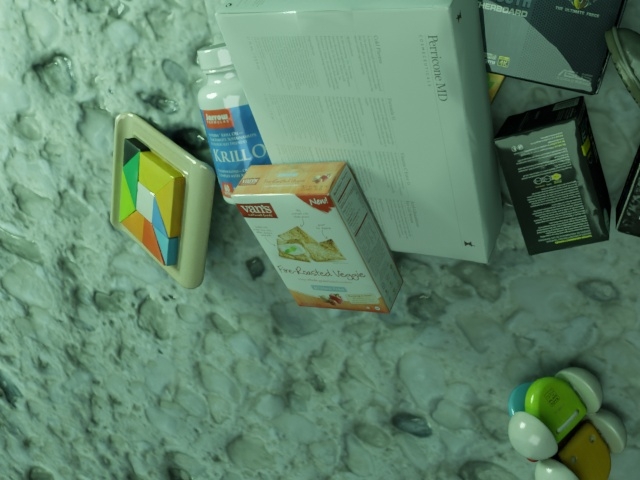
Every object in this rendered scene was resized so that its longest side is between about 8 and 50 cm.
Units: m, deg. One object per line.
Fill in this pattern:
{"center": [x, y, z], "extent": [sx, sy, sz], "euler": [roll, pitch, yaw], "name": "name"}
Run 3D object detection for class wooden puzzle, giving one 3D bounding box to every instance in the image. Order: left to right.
{"center": [-0.265, -0.064, 1.195], "extent": [0.239, 0.044, 0.220], "euler": [32, 124, 34], "name": "wooden puzzle"}

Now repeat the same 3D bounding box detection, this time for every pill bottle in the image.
{"center": [-0.106, -0.172, 1.076], "extent": [0.124, 0.124, 0.221], "euler": [-4, 111, 24], "name": "pill bottle"}

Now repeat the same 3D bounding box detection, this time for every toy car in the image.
{"center": [0.344, 0.281, 1.104], "extent": [0.182, 0.159, 0.136], "euler": [58, 157, -10], "name": "toy car"}

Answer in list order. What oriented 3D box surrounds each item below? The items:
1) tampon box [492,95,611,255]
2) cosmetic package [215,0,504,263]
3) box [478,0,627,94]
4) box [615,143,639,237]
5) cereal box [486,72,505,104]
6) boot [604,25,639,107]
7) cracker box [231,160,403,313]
{"center": [0.300, -0.082, 0.951], "extent": [0.102, 0.120, 0.160], "euler": [-13, 108, 28], "name": "tampon box"}
{"center": [0.066, -0.144, 0.941], "extent": [0.285, 0.097, 0.377], "euler": [10, 140, 28], "name": "cosmetic package"}
{"center": [0.238, -0.287, 0.890], "extent": [0.233, 0.059, 0.183], "euler": [16, 104, 11], "name": "box"}
{"center": [0.521, -0.126, 0.866], "extent": [0.257, 0.079, 0.321], "euler": [16, 118, 13], "name": "box"}
{"center": [0.110, -0.214, 1.012], "extent": [0.240, 0.047, 0.173], "euler": [30, 121, 8], "name": "cereal box"}
{"center": [0.434, -0.197, 0.783], "extent": [0.209, 0.076, 0.189], "euler": [-33, 98, 33], "name": "boot"}
{"center": [0.000, 0.000, 1.026], "extent": [0.156, 0.067, 0.232], "euler": [1, 136, 33], "name": "cracker box"}
